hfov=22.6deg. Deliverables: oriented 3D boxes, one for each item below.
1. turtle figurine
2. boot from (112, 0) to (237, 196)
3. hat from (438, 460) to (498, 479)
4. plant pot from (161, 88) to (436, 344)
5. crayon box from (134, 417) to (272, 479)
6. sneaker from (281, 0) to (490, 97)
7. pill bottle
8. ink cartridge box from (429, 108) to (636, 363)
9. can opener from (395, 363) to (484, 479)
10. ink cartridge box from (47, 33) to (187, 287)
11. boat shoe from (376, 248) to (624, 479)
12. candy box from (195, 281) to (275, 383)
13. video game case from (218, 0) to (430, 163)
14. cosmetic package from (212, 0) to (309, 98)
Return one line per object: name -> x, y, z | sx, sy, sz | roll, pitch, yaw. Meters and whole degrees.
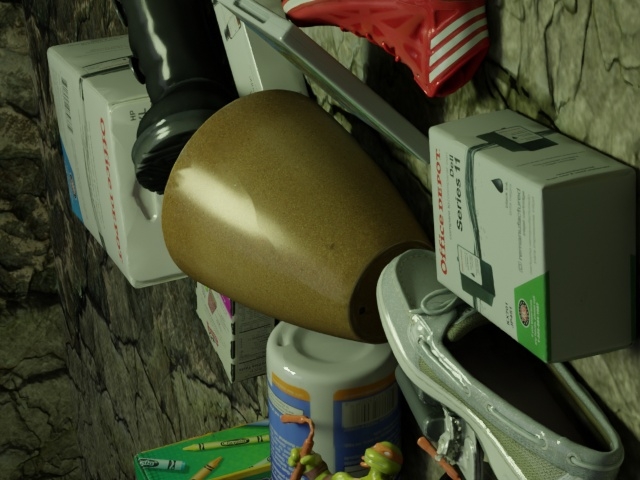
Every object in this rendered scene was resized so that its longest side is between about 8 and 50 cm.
turtle figurine -> 0.030, 0.290, 1.644 | 0.269, 0.087, 0.217 | 16, 80, 44
boot -> -0.200, -0.283, 2.048 | 0.367, 0.146, 0.445 | 82, 175, -78
hat -> 0.135, 0.375, 1.580 | 0.331, 0.134, 0.331 | -58, 5, 8
plant pot -> 0.000, 0.000, 1.671 | 0.254, 0.237, 0.237 | 37, 138, 43
crayon box -> -0.083, 0.312, 1.979 | 0.081, 0.278, 0.165 | -126, 30, -48
sneaker -> 0.059, -0.184, 1.462 | 0.221, 0.087, 0.128 | -4, 103, 48
pill bottle -> 0.017, 0.225, 1.830 | 0.152, 0.152, 0.272 | -129, 32, -53
ink cartridge box -> 0.171, -0.009, 1.327 | 0.208, 0.087, 0.153 | -141, 43, -63
can opener -> 0.133, 0.160, 1.576 | 0.280, 0.093, 0.074 | -129, 33, -69
ink cartridge box -> -0.278, -0.132, 2.436 | 0.395, 0.166, 0.285 | -139, 40, -62
boat shoe -> 0.158, 0.110, 1.414 | 0.320, 0.118, 0.103 | 57, 147, 38
candy box -> -0.119, 0.063, 2.243 | 0.233, 0.071, 0.159 | 94, 155, -44
video game case -> 0.005, -0.167, 1.599 | 0.212, 0.023, 0.193 | 37, -177, -30
cosmetic package -> -0.079, -0.247, 1.949 | 0.099, 0.060, 0.239 | 135, 120, -70
